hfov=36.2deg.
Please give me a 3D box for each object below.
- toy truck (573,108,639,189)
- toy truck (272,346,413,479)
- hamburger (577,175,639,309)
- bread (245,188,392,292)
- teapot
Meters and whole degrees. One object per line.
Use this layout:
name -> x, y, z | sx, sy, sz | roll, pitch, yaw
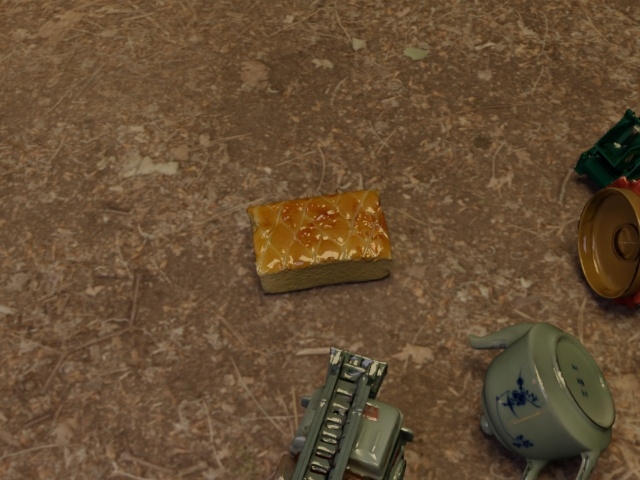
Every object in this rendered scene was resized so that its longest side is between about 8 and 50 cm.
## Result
toy truck -> 0.486, -0.137, 1.414 | 0.215, 0.116, 0.110 | -20, 52, -15
toy truck -> 0.003, 0.276, 1.024 | 0.132, 0.184, 0.338 | 16, 52, 12
hamburger -> 0.430, 0.003, 1.277 | 0.136, 0.175, 0.175 | -1, 48, -18
bread -> -0.001, 0.000, 1.333 | 0.188, 0.068, 0.126 | -7, 50, -5
teapot -> 0.248, 0.193, 1.135 | 0.158, 0.159, 0.232 | -10, 61, -8
